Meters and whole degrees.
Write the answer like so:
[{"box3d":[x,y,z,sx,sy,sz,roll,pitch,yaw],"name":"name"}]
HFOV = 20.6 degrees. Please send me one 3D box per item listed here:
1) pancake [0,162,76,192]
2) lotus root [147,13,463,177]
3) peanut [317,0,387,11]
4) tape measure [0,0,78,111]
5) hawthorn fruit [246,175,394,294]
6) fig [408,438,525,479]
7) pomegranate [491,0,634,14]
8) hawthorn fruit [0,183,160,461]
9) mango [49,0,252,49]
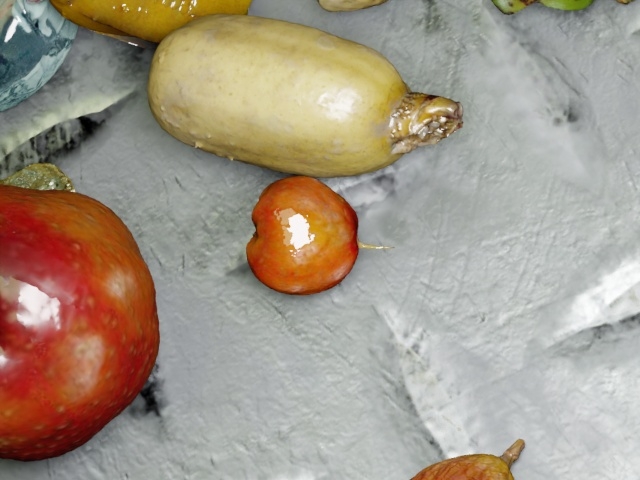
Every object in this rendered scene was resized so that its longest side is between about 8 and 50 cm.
[{"box3d":[-0.315,-0.037,1.937,0.108,0.017,0.108,-4,71,11],"name":"pancake"},{"box3d":[-0.019,-0.139,1.809,0.343,0.169,0.151,15,81,19],"name":"lotus root"},{"box3d":[0.062,-0.340,1.884,0.129,0.129,0.224,20,79,21],"name":"peanut"},{"box3d":[-0.405,-0.277,1.981,0.256,0.147,0.275,-21,65,8],"name":"tape measure"},{"box3d":[-0.016,0.001,1.792,0.125,0.140,0.125,-39,38,40],"name":"hawthorn fruit"},{"box3d":[0.147,0.244,1.652,0.153,0.119,0.119,-45,65,-5],"name":"fig"},{"box3d":[0.248,-0.301,1.819,0.169,0.122,0.143,11,45,22],"name":"pomegranate"},{"box3d":[-0.310,0.075,1.716,0.285,0.369,0.284,0,88,8],"name":"hawthorn fruit"},{"box3d":[-0.186,-0.288,1.892,0.249,0.156,0.151,11,54,-25],"name":"mango"}]
